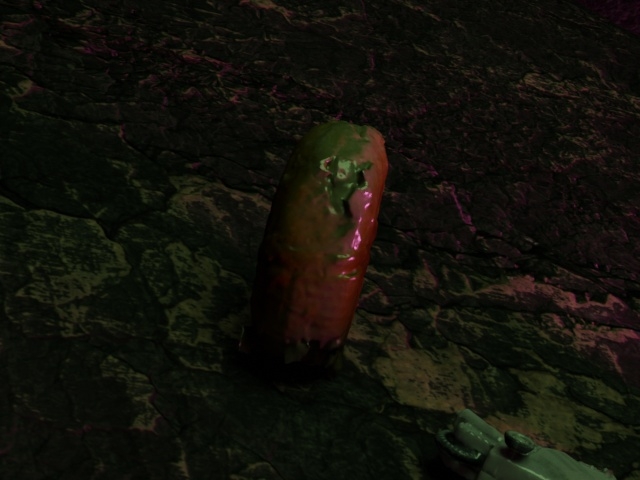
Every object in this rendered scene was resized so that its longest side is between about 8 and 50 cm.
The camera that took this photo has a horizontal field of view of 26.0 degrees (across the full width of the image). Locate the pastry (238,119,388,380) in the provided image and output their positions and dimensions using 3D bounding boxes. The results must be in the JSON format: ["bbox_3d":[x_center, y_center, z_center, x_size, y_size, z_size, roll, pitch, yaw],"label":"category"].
[{"bbox_3d":[0.000,0.000,1.770,0.136,0.329,0.329,13,28,3],"label":"pastry"}]

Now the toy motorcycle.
[{"bbox_3d":[0.266,0.291,1.676,0.260,0.110,0.171,27,12,22],"label":"toy motorcycle"}]
